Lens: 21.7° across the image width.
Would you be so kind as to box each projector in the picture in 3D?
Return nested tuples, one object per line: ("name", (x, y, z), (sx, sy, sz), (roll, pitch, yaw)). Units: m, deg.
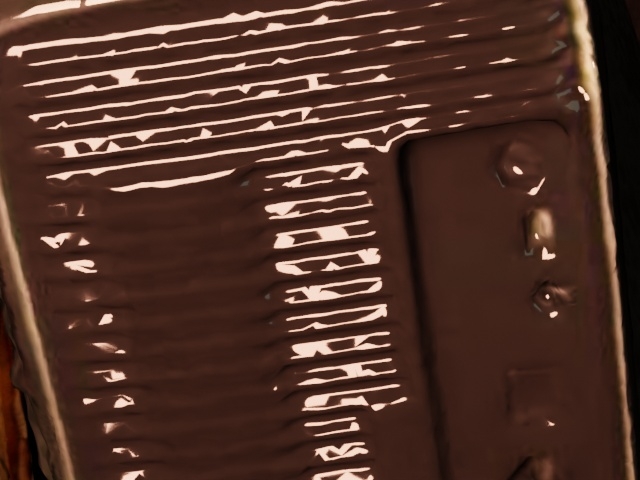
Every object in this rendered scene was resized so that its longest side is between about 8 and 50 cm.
("projector", (0.000, 0.000, 0.747), (0.405, 0.242, 0.395), (-91, 173, -65))

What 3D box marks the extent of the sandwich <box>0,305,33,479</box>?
("sandwich", (-0.208, 0.053, 0.562), (0.271, 0.099, 0.301), (26, 50, -60))
